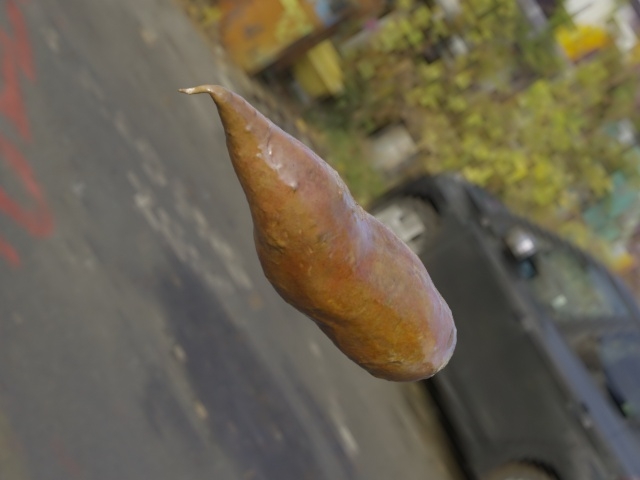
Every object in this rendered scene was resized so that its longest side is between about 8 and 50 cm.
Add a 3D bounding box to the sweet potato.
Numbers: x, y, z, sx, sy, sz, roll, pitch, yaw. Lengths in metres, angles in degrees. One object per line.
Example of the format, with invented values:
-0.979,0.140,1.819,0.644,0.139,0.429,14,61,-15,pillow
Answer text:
0.000,0.000,0.763,0.195,0.056,0.056,50,11,-43,sweet potato
